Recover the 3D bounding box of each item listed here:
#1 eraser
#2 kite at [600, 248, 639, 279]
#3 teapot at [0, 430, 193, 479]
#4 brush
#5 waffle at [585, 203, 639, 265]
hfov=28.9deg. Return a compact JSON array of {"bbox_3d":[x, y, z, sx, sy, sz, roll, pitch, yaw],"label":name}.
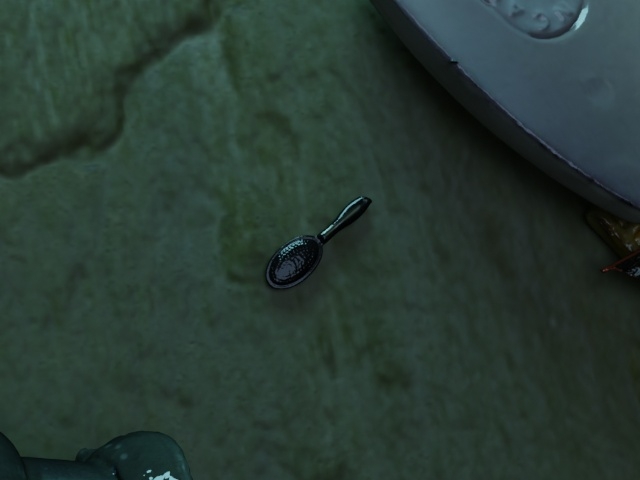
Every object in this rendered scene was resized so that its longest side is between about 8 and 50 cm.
[{"bbox_3d":[0.148,-0.117,0.778,0.204,0.059,0.243,-26,86,-23],"label":"eraser"},{"bbox_3d":[0.285,0.029,0.802,0.232,0.009,0.189,23,75,-14],"label":"kite"},{"bbox_3d":[-0.155,0.168,0.499,0.285,0.305,0.223,8,96,-26],"label":"teapot"},{"bbox_3d":[0.000,0.000,0.729,0.083,0.008,0.024,-40,91,-22],"label":"brush"},{"bbox_3d":[0.242,0.001,0.809,0.135,0.021,0.092,44,68,-7],"label":"waffle"}]
